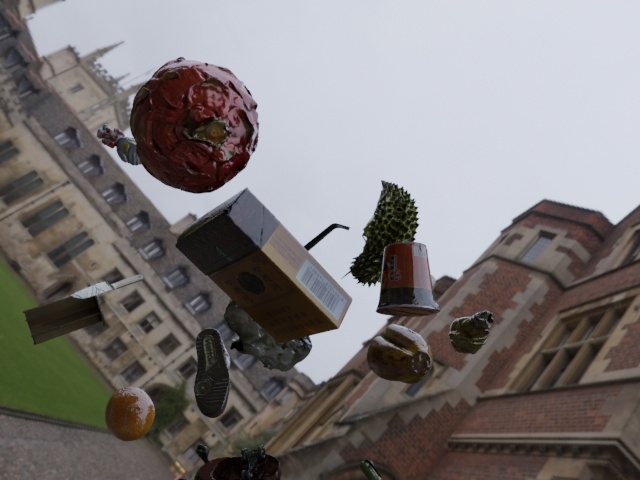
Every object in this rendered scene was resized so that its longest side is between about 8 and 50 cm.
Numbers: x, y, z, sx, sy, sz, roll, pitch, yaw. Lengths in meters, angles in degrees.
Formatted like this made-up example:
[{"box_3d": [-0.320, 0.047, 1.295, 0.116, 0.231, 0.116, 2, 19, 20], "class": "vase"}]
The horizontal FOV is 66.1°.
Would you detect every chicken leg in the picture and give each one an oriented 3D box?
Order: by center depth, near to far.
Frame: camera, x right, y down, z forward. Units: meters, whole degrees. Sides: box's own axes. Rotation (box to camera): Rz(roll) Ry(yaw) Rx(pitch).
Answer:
[{"box_3d": [0.409, 0.246, 1.345, 0.103, 0.088, 0.228, 23, -27, 16], "class": "chicken leg"}]

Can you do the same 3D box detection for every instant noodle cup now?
[{"box_3d": [0.172, 0.078, 0.988, 0.127, 0.127, 0.136, 143, -48, -65], "class": "instant noodle cup"}]

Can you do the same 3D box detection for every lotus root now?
[{"box_3d": [0.278, 0.388, 1.647, 0.199, 0.188, 0.180, 17, -7, -17], "class": "lotus root"}]

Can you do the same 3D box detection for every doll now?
[{"box_3d": [-0.583, -0.281, 1.475, 0.180, 0.094, 0.079, 35, -35, -7], "class": "doll"}]

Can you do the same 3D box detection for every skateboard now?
[{"box_3d": [-0.117, 0.337, 0.693, 0.151, 0.067, 0.080, -12, -67, 23], "class": "skateboard"}]

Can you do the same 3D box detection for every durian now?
[{"box_3d": [0.201, -0.017, 1.548, 0.157, 0.356, 0.169, 25, -7, -17], "class": "durian"}]

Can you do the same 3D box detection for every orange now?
[{"box_3d": [-0.760, 0.689, 1.961, 0.206, 0.206, 0.206, 38, -28, 25], "class": "orange"}]

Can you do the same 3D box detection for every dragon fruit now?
[{"box_3d": [-0.267, -0.248, 1.058, 0.278, 0.277, 0.342, 67, -7, -30], "class": "dragon fruit"}]

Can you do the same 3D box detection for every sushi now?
[{"box_3d": [-0.183, 0.276, 1.645, 0.349, 0.234, 0.208, 55, 18, -27], "class": "sushi"}]

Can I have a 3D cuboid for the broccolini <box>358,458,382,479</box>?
[{"box_3d": [0.090, 0.533, 0.862, 0.062, 0.123, 0.272, 33, 41, -56], "class": "broccolini"}]

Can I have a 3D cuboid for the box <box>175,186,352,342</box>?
[{"box_3d": [-0.149, 0.080, 1.282, 0.264, 0.116, 0.415, -23, -63, 45], "class": "box"}]

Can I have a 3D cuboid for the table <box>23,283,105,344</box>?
[{"box_3d": [-0.900, 0.267, 1.727, 0.167, 0.226, 0.167, 32, -49, 45], "class": "table"}]

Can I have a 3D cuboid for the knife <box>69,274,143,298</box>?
[{"box_3d": [-0.724, 0.155, 1.675, 0.047, 0.298, 0.017, 49, -64, 8], "class": "knife"}]

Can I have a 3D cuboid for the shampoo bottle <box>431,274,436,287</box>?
[{"box_3d": [0.387, 0.207, 1.914, 0.049, 0.212, 0.072, -11, -69, 44], "class": "shampoo bottle"}]

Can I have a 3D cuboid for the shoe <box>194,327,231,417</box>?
[{"box_3d": [-0.325, 0.430, 1.542, 0.149, 0.109, 0.293, 81, -5, -50], "class": "shoe"}]

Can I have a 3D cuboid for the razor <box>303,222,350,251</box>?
[{"box_3d": [-0.002, -0.005, 1.481, 0.190, 0.066, 0.033, -34, -116, 27], "class": "razor"}]
